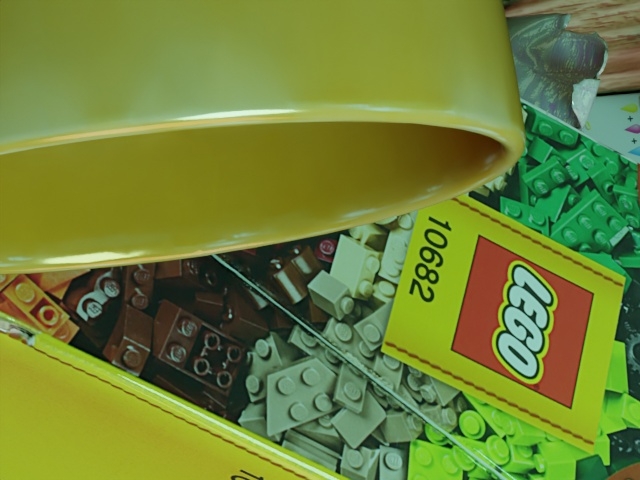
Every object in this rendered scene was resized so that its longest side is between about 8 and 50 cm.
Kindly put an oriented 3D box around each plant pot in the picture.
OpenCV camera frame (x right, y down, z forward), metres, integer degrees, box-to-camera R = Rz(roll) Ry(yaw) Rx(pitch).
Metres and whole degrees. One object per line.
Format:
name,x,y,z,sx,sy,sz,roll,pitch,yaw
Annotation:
plant pot,-0.058,-0.100,0.517,0.205,0.188,0.205,-8,172,-1

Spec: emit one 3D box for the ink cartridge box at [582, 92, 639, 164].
ink cartridge box,0.186,-0.032,1.366,0.176,0.128,0.127,-6,171,-11

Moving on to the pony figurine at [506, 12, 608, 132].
pony figurine,0.000,0.000,1.102,0.363,0.303,0.351,1,-169,-24

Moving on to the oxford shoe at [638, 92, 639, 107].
oxford shoe,0.343,-0.103,1.030,0.146,0.140,0.397,12,158,-28

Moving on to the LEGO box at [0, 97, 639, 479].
LEGO box,-0.112,0.090,0.851,0.372,0.193,0.500,27,145,-15
